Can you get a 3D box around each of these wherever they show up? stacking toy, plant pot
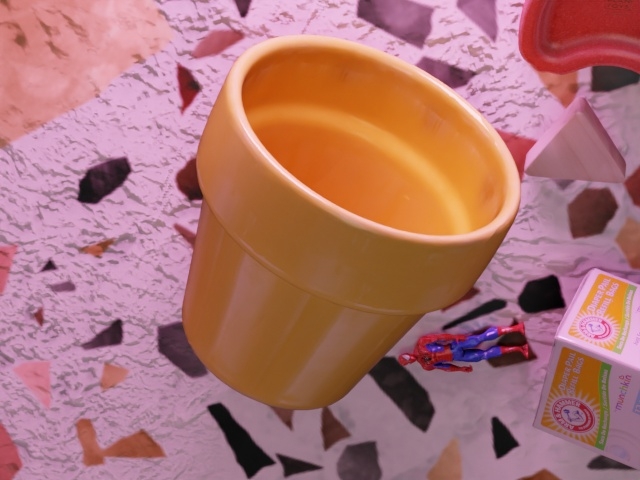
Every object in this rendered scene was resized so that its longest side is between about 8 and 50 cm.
[{"bbox_3d":[0.314,-0.163,1.405,0.309,0.130,0.279,13,136,2],"label":"stacking toy"},{"bbox_3d":[0.000,0.000,1.397,0.254,0.254,0.239,25,125,-5],"label":"plant pot"}]

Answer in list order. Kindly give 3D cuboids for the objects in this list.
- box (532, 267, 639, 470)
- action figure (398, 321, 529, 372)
[{"bbox_3d":[0.295,0.125,1.440,0.203,0.103,0.114,22,132,14],"label":"box"},{"bbox_3d":[0.126,0.098,1.526,0.115,0.030,0.038,-9,114,9],"label":"action figure"}]
